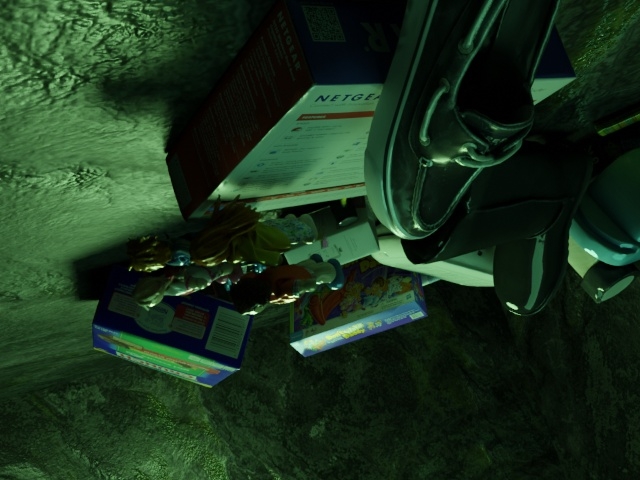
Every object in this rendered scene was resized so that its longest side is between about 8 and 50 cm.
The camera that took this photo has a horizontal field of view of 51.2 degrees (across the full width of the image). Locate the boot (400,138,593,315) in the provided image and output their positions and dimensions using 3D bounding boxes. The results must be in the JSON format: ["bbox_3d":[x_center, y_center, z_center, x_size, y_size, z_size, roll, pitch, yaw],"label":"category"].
[{"bbox_3d":[0.304,-0.004,1.174,0.146,0.367,0.445,21,-160,35],"label":"boot"}]

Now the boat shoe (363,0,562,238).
[{"bbox_3d":[0.116,-0.104,0.526,0.108,0.102,0.301,-16,136,-30],"label":"boat shoe"}]

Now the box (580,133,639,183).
[{"bbox_3d":[0.620,-0.157,1.566,0.295,0.073,0.293,-9,166,-35],"label":"box"}]

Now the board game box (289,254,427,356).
[{"bbox_3d":[0.087,0.134,1.713,0.347,0.233,0.078,-22,135,21],"label":"board game box"}]

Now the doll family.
[{"bbox_3d":[-0.113,0.011,0.718,0.263,0.118,0.163,-3,-173,41],"label":"doll family"}]

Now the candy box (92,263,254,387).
[{"bbox_3d":[-0.295,0.176,1.290,0.268,0.122,0.317,20,159,-11],"label":"candy box"}]

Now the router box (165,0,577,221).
[{"bbox_3d":[0.045,-0.130,0.716,0.335,0.082,0.301,-11,167,-34],"label":"router box"}]

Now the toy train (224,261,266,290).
[{"bbox_3d":[-0.136,0.019,1.107,0.080,0.105,0.184,-11,168,-10],"label":"toy train"}]

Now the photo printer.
[{"bbox_3d":[0.271,0.023,1.508,0.307,0.107,0.256,15,171,-17],"label":"photo printer"}]

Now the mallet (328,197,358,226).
[{"bbox_3d":[0.042,-0.073,1.052,0.039,0.062,0.190,-19,169,-8],"label":"mallet"}]

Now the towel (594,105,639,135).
[{"bbox_3d":[0.627,-0.254,1.228,0.237,0.021,0.102,-25,173,27],"label":"towel"}]

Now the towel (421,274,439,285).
[{"bbox_3d":[0.207,0.066,1.781,0.285,0.209,0.034,-22,124,23],"label":"towel"}]

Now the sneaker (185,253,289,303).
[{"bbox_3d":[-0.183,0.086,1.355,0.136,0.116,0.314,-20,169,28],"label":"sneaker"}]

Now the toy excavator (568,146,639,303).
[{"bbox_3d":[0.712,-0.122,1.332,0.432,0.222,0.445,-16,147,-24],"label":"toy excavator"}]

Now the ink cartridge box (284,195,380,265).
[{"bbox_3d":[0.000,0.000,1.200,0.198,0.067,0.115,-19,-153,10],"label":"ink cartridge box"}]
